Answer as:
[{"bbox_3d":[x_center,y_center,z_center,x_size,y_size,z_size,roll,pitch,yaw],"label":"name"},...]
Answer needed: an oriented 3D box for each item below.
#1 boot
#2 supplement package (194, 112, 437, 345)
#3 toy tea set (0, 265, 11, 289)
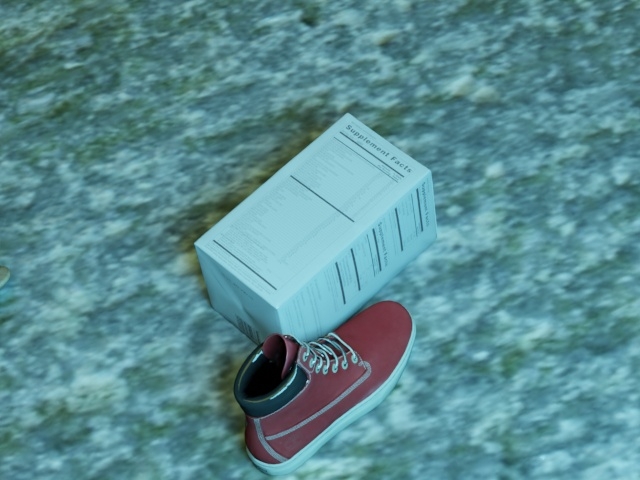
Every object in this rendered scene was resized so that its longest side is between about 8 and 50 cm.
[{"bbox_3d":[0.008,0.121,1.903,0.088,0.176,0.244,33,63,28],"label":"boot"},{"bbox_3d":[0.000,0.000,2.015,0.244,0.134,0.139,-41,60,-20],"label":"supplement package"},{"bbox_3d":[-0.511,0.105,2.042,0.336,0.124,0.200,-19,25,-3],"label":"toy tea set"}]
